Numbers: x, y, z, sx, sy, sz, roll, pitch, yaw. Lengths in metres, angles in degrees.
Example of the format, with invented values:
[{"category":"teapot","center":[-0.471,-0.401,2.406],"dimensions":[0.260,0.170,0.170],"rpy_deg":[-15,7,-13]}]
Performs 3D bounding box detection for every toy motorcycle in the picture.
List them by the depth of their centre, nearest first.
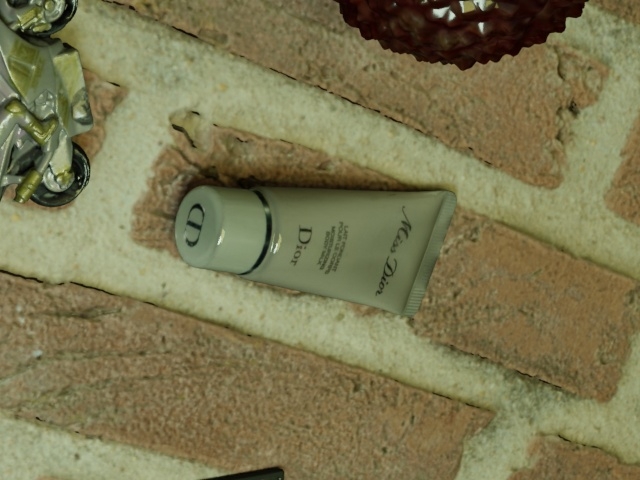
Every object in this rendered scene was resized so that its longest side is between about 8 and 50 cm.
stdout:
[{"category":"toy motorcycle","center":[-0.281,-0.130,1.576],"dimensions":[0.152,0.073,0.225],"rpy_deg":[-10,112,-23]}]

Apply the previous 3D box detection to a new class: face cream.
[{"category":"face cream","center":[0.000,0.000,1.778],"dimensions":[0.314,0.089,0.143],"rpy_deg":[6,106,-41]}]

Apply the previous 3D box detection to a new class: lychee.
[{"category":"lychee","center":[0.133,-0.309,1.605],"dimensions":[0.330,0.306,0.306],"rpy_deg":[-17,119,-50]}]

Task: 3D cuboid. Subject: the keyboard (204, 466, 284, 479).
[{"category":"keyboard","center":[-0.114,0.292,1.852],"dimensions":[0.381,0.041,0.103],"rpy_deg":[-3,111,-20]}]
